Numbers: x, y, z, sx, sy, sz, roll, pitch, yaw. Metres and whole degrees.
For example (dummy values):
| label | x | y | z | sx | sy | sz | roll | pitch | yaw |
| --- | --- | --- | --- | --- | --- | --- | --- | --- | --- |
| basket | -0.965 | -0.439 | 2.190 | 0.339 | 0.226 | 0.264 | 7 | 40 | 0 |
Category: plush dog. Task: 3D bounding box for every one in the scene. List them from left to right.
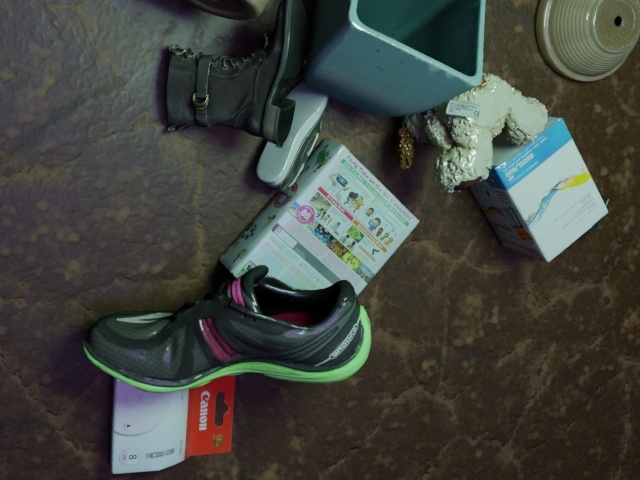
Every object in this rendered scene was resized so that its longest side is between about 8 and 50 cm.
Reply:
| label | x | y | z | sx | sy | sz | roll | pitch | yaw |
| --- | --- | --- | --- | --- | --- | --- | --- | --- | --- |
| plush dog | 0.240 | -0.228 | 1.545 | 0.262 | 0.225 | 0.210 | -39 | 112 | -24 |

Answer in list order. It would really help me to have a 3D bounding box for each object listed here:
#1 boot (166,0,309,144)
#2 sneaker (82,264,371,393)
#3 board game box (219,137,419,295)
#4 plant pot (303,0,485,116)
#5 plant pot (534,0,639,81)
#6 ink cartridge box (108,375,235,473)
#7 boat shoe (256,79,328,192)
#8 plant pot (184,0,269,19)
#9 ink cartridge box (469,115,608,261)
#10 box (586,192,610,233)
| label | x | y | z | sx | sy | sz | roll | pitch | yaw |
| --- | --- | --- | --- | --- | --- | --- | --- | --- | --- |
| boot | -0.149 | -0.287 | 1.401 | 0.229 | 0.091 | 0.262 | 16 | 104 | 17 |
| sneaker | -0.157 | 0.134 | 1.449 | 0.483 | 0.185 | 0.202 | -4 | 121 | -4 |
| board game box | 0.000 | 0.000 | 1.577 | 0.224 | 0.097 | 0.303 | 43 | 86 | -25 |
| plant pot | 0.099 | -0.349 | 1.433 | 0.248 | 0.252 | 0.247 | 20 | 63 | -24 |
| plant pot | 0.552 | -0.432 | 1.686 | 0.238 | 0.110 | 0.237 | -5 | 104 | -19 |
| ink cartridge box | -0.268 | 0.325 | 1.571 | 0.233 | 0.066 | 0.188 | 1 | 102 | -18 |
| boat shoe | -0.042 | -0.191 | 1.534 | 0.219 | 0.078 | 0.070 | -62 | 148 | -5 |
| plant pot | -0.131 | -0.473 | 1.302 | 0.263 | 0.263 | 0.229 | 20 | 83 | -24 |
| ink cartridge box | 0.410 | -0.108 | 1.671 | 0.168 | 0.171 | 0.232 | -38 | 112 | -9 |
| box | 0.558 | -0.066 | 1.805 | 0.062 | 0.052 | 0.083 | 24 | 92 | -24 |
